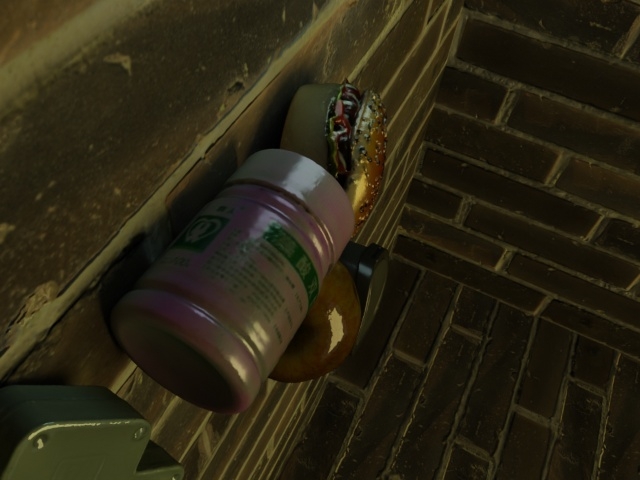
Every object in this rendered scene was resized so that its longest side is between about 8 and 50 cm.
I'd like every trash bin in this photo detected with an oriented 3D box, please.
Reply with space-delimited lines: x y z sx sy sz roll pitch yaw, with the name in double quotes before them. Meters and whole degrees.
"trash bin" 0.007 0.089 1.259 0.220 0.250 0.219 -33 144 -69

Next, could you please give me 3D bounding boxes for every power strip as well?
"power strip" -0.258 0.289 0.624 0.261 0.141 0.230 26 88 -59

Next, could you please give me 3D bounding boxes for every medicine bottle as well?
"medicine bottle" -0.106 0.048 0.793 0.325 0.212 0.212 -56 164 -38

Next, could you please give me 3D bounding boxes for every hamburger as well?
"hamburger" 0.022 -0.129 1.002 0.300 0.176 0.300 11 90 -89

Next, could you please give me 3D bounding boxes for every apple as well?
"apple" -0.054 0.129 1.036 0.264 0.264 0.264 -61 167 -25
